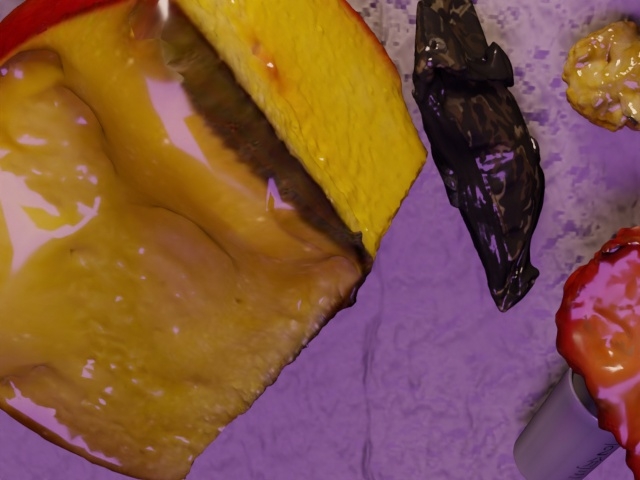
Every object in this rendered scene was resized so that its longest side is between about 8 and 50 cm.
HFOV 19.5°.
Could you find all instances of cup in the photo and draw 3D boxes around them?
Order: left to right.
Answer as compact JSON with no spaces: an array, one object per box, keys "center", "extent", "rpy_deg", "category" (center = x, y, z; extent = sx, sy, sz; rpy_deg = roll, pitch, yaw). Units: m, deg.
[{"center":[0.222,0.149,1.505],"extent":[0.104,0.074,0.116],"rpy_deg":[0,141,-30],"category":"cup"}]

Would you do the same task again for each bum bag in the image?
[{"center":[0.113,-0.069,1.307],"extent":[0.069,0.102,0.248],"rpy_deg":[-10,129,14],"category":"bum bag"}]

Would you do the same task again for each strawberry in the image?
[{"center":[0.336,0.099,1.389],"extent":[0.336,0.149,0.265],"rpy_deg":[34,115,-2],"category":"strawberry"}]

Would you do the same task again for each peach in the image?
[{"center":[-0.100,-0.047,1.269],"extent":[0.306,0.242,0.380],"rpy_deg":[28,133,-8],"category":"peach"}]

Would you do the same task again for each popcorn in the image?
[{"center":[0.213,-0.109,1.292],"extent":[0.084,0.084,0.084],"rpy_deg":[5,131,5],"category":"popcorn"}]
